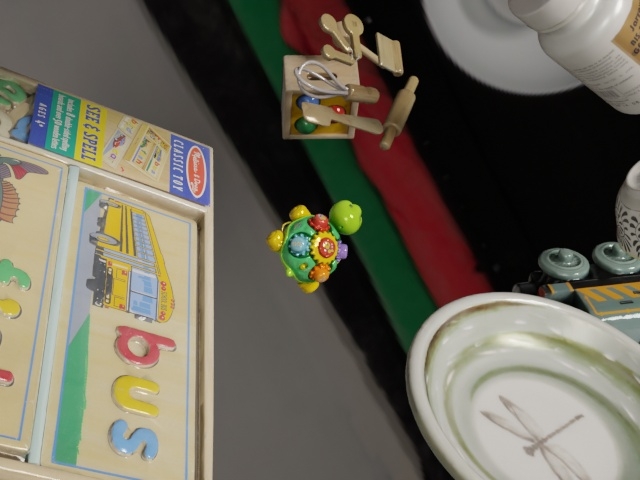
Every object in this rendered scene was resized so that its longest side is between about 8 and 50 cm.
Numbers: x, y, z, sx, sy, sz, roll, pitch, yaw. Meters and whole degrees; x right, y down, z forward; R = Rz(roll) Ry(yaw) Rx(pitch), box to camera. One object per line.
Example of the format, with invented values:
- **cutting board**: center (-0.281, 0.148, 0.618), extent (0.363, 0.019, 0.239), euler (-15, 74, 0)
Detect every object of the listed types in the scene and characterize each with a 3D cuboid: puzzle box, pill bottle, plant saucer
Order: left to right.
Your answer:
- **puzzle box**: center (-0.216, 0.028, 0.808), extent (0.052, 0.272, 0.409), euler (-49, -147, 36)
- **plant saucer**: center (0.283, 0.232, 1.203), extent (0.400, 0.400, 0.101), euler (45, -46, 29)
- **pill bottle**: center (0.348, -0.266, 1.229), extent (0.229, 0.131, 0.131), euler (28, -8, -30)

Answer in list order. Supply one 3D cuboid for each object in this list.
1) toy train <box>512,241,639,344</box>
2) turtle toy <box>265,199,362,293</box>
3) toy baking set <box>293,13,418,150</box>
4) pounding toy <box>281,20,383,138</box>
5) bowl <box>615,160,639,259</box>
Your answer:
- **toy train**: center (0.459, 0.097, 1.464), extent (0.190, 0.333, 0.142), euler (-111, -161, -56)
- **turtle toy**: center (0.000, 0.000, 1.229), extent (0.066, 0.130, 0.095), euler (-4, -52, 55)
- **toy baking set**: center (0.053, -0.226, 1.447), extent (0.196, 0.256, 0.030), euler (35, -39, -20)
- **pounding toy**: center (0.027, -0.266, 1.675), extent (0.206, 0.181, 0.094), euler (96, -8, -55)
- **bowl**: center (0.444, -0.062, 1.267), extent (0.080, 0.170, 0.170), euler (51, -18, -27)
